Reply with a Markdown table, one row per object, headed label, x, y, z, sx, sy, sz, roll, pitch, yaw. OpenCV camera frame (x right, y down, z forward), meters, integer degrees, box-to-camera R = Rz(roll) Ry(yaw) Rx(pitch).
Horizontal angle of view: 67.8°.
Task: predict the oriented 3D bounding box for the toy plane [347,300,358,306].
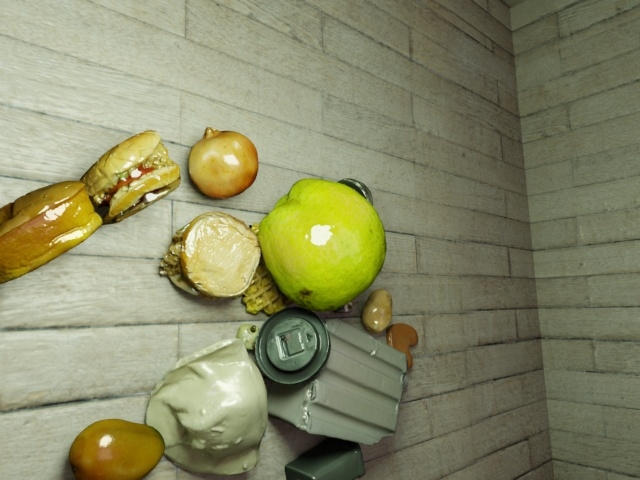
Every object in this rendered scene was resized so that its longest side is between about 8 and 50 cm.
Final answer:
| label | x | y | z | sx | sy | sz | roll | pitch | yaw |
| --- | --- | --- | --- | --- | --- | --- | --- | --- | --- |
| toy plane | 0.030 | 0.139 | 1.642 | 0.244 | 0.092 | 0.229 | -23 | 80 | -26 |

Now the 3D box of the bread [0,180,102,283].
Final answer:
| label | x | y | z | sx | sy | sz | roll | pitch | yaw |
| --- | --- | --- | --- | --- | --- | --- | --- | --- | --- |
| bread | -0.615 | -0.026 | 1.029 | 0.270 | 0.195 | 0.142 | -37 | 115 | -24 |

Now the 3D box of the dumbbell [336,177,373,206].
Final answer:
| label | x | y | z | sx | sy | sz | roll | pitch | yaw |
| --- | --- | --- | --- | --- | --- | --- | --- | --- | --- |
| dumbbell | 0.063 | -0.110 | 1.673 | 0.290 | 0.192 | 0.192 | -28 | 102 | -43 |

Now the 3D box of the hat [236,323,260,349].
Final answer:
| label | x | y | z | sx | sy | sz | roll | pitch | yaw |
| --- | --- | --- | --- | --- | --- | --- | --- | --- | --- |
| hat | -0.212 | 0.294 | 1.442 | 0.076 | 0.059 | 0.077 | 19 | 75 | -34 |

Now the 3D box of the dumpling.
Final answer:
| label | x | y | z | sx | sy | sz | roll | pitch | yaw |
| --- | --- | --- | --- | --- | --- | --- | --- | --- | --- |
| dumpling | -0.297 | 0.459 | 1.276 | 0.315 | 0.233 | 0.395 | -12 | 107 | -12 |

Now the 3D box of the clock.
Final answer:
| label | x | y | z | sx | sy | sz | roll | pitch | yaw |
| --- | --- | --- | --- | --- | --- | --- | --- | --- | --- |
| clock | -0.079 | 0.307 | 1.395 | 0.049 | 0.226 | 0.226 | 59 | 41 | -61 |

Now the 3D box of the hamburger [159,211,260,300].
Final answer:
| label | x | y | z | sx | sy | sz | roll | pitch | yaw |
| --- | --- | --- | --- | --- | --- | --- | --- | --- | --- |
| hamburger | -0.300 | 0.047 | 1.331 | 0.286 | 0.146 | 0.243 | -23 | 94 | -31 |

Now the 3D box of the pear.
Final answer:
| label | x | y | z | sx | sy | sz | roll | pitch | yaw |
| --- | --- | --- | --- | --- | --- | --- | --- | --- | --- |
| pear | 0.000 | 0.000 | 1.400 | 0.391 | 0.391 | 0.391 | 9 | 77 | -41 |

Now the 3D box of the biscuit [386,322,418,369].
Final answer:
| label | x | y | z | sx | sy | sz | roll | pitch | yaw |
| --- | --- | --- | --- | --- | --- | --- | --- | --- | --- |
| biscuit | 0.338 | 0.430 | 1.920 | 0.186 | 0.036 | 0.192 | 19 | 61 | -39 |

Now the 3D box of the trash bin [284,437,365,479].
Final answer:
| label | x | y | z | sx | sy | sz | roll | pitch | yaw |
| --- | --- | --- | --- | --- | --- | --- | --- | --- | --- |
| trash bin | 0.026 | 0.716 | 1.510 | 0.236 | 0.177 | 0.101 | -12 | 92 | -39 |

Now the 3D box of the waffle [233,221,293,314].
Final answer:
| label | x | y | z | sx | sy | sz | roll | pitch | yaw |
| --- | --- | --- | --- | --- | --- | --- | --- | --- | --- |
| waffle | -0.157 | 0.092 | 1.525 | 0.329 | 0.062 | 0.329 | 10 | 76 | -42 |

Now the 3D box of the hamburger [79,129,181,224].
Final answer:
| label | x | y | z | sx | sy | sz | roll | pitch | yaw |
| --- | --- | --- | --- | --- | --- | --- | --- | --- | --- |
| hamburger | -0.470 | -0.153 | 1.173 | 0.244 | 0.244 | 0.163 | -43 | 112 | -38 |

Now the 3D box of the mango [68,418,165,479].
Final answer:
| label | x | y | z | sx | sy | sz | roll | pitch | yaw |
| --- | --- | --- | --- | --- | --- | --- | --- | --- | --- |
| mango | -0.474 | 0.504 | 1.121 | 0.221 | 0.120 | 0.151 | 34 | 63 | -40 |

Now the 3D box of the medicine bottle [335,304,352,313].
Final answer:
| label | x | y | z | sx | sy | sz | roll | pitch | yaw |
| --- | --- | --- | --- | --- | --- | --- | --- | --- | --- |
| medicine bottle | 0.082 | 0.152 | 1.742 | 0.092 | 0.061 | 0.220 | 8 | 76 | -67 |

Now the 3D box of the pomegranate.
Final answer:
| label | x | y | z | sx | sy | sz | roll | pitch | yaw |
| --- | --- | --- | --- | --- | --- | --- | --- | --- | --- |
| pomegranate | -0.277 | -0.218 | 1.373 | 0.209 | 0.209 | 0.209 | 9 | 77 | -41 |

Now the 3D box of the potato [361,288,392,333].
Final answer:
| label | x | y | z | sx | sy | sz | roll | pitch | yaw |
| --- | --- | --- | --- | --- | --- | --- | --- | --- | --- |
| potato | 0.220 | 0.265 | 1.810 | 0.118 | 0.109 | 0.178 | 31 | 55 | -10 |

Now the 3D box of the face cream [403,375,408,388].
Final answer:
| label | x | y | z | sx | sy | sz | roll | pitch | yaw |
| --- | --- | --- | --- | --- | --- | --- | --- | --- | --- |
| face cream | 0.256 | 0.563 | 1.827 | 0.198 | 0.057 | 0.084 | -8 | 84 | -41 |

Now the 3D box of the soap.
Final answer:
| label | x | y | z | sx | sy | sz | roll | pitch | yaw |
| --- | --- | --- | --- | --- | --- | --- | --- | --- | --- |
| soap | 0.071 | 0.472 | 1.566 | 0.435 | 0.213 | 0.350 | 30 | 60 | -35 |
